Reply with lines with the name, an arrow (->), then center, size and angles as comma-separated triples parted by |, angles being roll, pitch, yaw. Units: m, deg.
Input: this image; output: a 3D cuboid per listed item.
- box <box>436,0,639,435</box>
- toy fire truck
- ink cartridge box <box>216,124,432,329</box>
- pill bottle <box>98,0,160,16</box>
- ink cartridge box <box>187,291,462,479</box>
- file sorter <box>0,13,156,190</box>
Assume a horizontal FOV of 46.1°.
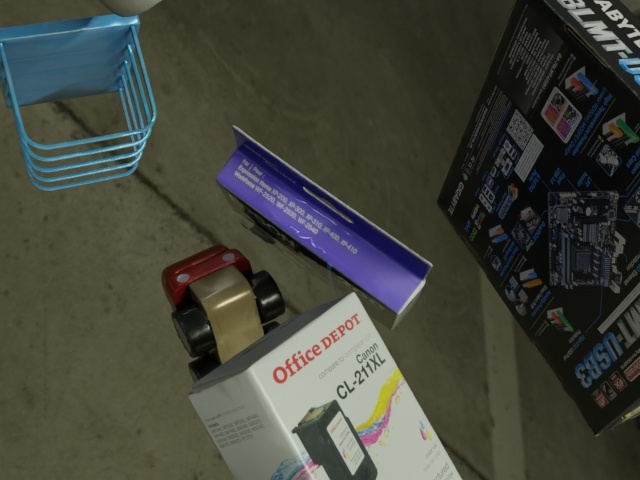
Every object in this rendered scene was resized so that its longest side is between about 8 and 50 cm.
box -> 0.234, -0.021, 0.650 | 0.073, 0.295, 0.293 | -20, 60, -21
toy fire truck -> -0.124, 0.085, 0.955 | 0.246, 0.158, 0.217 | 41, -30, 47
ink cartridge box -> 0.000, 0.000, 0.699 | 0.206, 0.045, 0.208 | 35, -10, 10
pill bottle -> -0.212, -0.321, 0.458 | 0.361, 0.204, 0.204 | 39, 39, -36
ink cartridge box -> 0.009, 0.142, 0.521 | 0.127, 0.072, 0.175 | -31, 92, -49
file sorter -> -0.220, -0.119, 0.686 | 0.118, 0.170, 0.105 | -14, 86, -20
